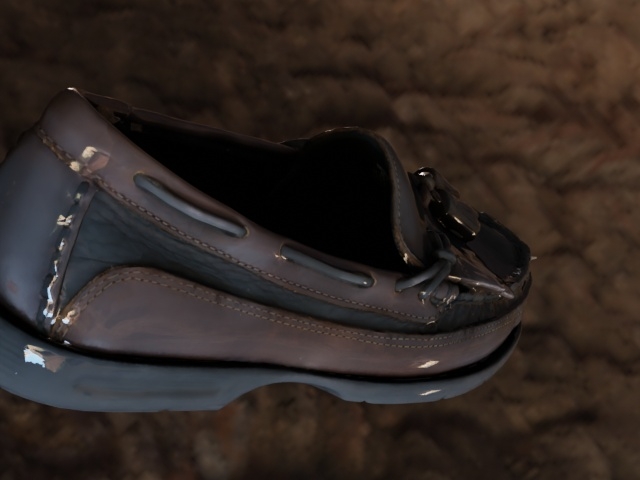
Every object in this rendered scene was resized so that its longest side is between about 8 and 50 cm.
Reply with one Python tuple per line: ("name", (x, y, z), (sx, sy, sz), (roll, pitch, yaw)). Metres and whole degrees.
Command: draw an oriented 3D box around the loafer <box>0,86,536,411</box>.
("loafer", (0.000, 0.000, 0.528), (0.096, 0.084, 0.267), (39, -156, 31))
